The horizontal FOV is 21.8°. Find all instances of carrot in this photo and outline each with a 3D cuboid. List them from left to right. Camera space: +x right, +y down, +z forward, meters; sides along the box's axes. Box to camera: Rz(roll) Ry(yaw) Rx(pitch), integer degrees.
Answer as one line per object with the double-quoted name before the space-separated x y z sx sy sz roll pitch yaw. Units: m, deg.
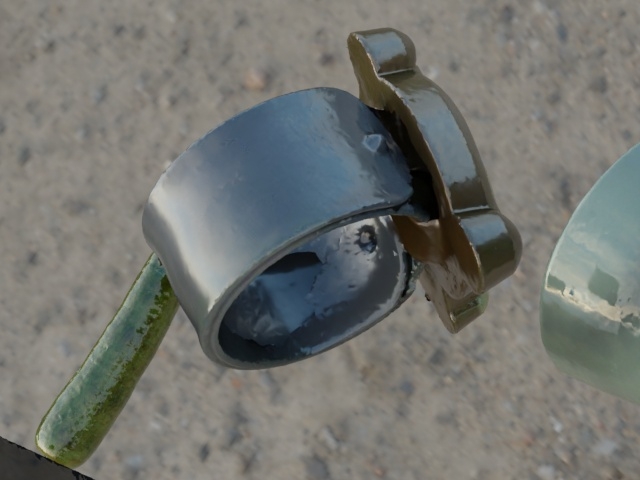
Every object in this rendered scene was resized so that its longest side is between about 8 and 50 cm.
"carrot" -0.213 0.103 1.912 0.074 0.074 0.358 29 86 39

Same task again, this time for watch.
"watch" 0.000 0.000 1.695 0.327 0.335 0.314 -23 64 -9

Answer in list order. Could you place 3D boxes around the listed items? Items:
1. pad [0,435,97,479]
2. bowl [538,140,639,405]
"pad" -0.208 0.210 1.166 0.009 0.265 0.159 -32 49 21
"bowl" 0.346 0.044 1.435 0.289 0.289 0.146 -47 47 2
